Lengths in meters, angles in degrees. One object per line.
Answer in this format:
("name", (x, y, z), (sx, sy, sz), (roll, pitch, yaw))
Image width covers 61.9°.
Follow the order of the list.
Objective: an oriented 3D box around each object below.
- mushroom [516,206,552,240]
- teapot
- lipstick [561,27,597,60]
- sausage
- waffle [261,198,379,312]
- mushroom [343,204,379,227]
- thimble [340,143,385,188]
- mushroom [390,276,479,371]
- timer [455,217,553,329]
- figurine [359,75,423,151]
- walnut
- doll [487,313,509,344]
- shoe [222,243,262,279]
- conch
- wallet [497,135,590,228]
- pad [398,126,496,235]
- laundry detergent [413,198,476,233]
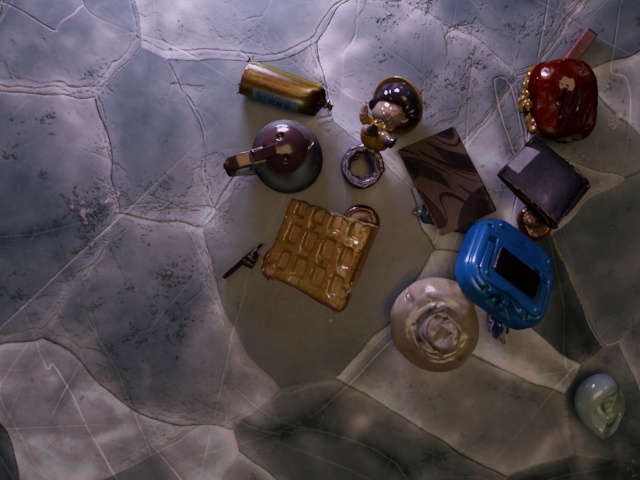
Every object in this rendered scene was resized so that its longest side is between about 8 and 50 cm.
("mushroom", (0.725, -0.060, 1.812), (0.109, 0.085, 0.126), (-15, 96, -26))
("teapot", (-0.149, -0.262, 1.684), (0.315, 0.312, 0.233), (-16, 91, 0))
("lipstick", (0.866, -0.641, 1.800), (0.045, 0.045, 0.145), (36, 93, -3))
("sausage", (-0.106, -0.499, 1.769), (0.318, 0.117, 0.125), (17, 107, -3))
("waffle", (-0.009, 0.040, 1.745), (0.349, 0.078, 0.303), (24, 95, 31))
("mushroom", (0.138, -0.063, 1.805), (0.127, 0.087, 0.127), (0, 97, -2))
("thimble", (0.140, -0.249, 1.791), (0.150, 0.098, 0.149), (0, 93, 1))
("mushroom", (0.365, 0.279, 1.701), (0.315, 0.336, 0.313), (0, 89, 10))
("timer", (0.607, 0.104, 1.732), (0.340, 0.115, 0.308), (36, 59, -11))
("figurine", (0.224, -0.404, 1.735), (0.192, 0.167, 0.256), (30, 73, 20))
("walnut", (0.768, -0.448, 1.739), (0.244, 0.222, 0.268), (-2, 99, 31))
("doll", (0.606, 0.264, 1.838), (0.096, 0.070, 0.195), (-15, 90, -30))
("shoe", (-0.254, 0.083, 1.822), (0.179, 0.071, 0.049), (-41, 93, 8))
("conch", (0.958, 0.560, 1.825), (0.185, 0.121, 0.220), (-5, 100, -4))
("wallet", (0.743, -0.195, 1.782), (0.262, 0.071, 0.221), (45, 72, 4))
("pad", (0.429, -0.204, 1.802), (0.220, 0.004, 0.330), (-25, 83, -6))
("laundry detergent", (0.420, -0.086, 1.820), (0.207, 0.061, 0.096), (11, 96, 0))
